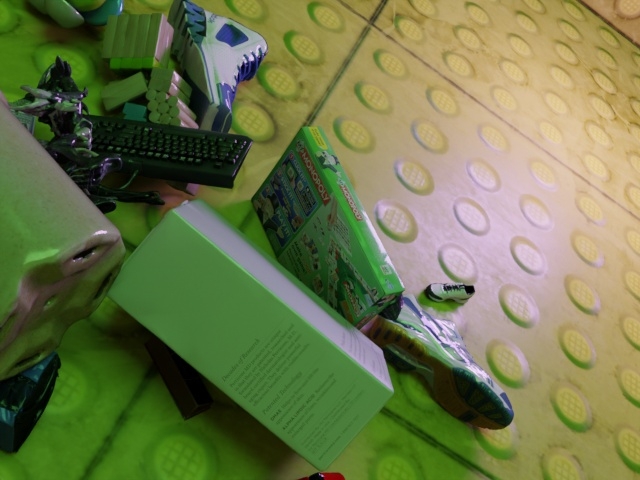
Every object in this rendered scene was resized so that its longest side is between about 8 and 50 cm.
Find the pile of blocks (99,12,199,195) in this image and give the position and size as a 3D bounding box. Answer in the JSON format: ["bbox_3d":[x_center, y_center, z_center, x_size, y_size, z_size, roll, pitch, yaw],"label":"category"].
[{"bbox_3d":[-0.287,-0.230,1.303,0.112,0.149,0.362,42,28,-73],"label":"pile of blocks"}]

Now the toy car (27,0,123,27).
[{"bbox_3d":[-0.429,-0.451,1.335,0.182,0.159,0.136,34,-8,34],"label":"toy car"}]

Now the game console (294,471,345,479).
[{"bbox_3d":[-0.005,0.415,1.051,0.124,0.085,0.144,30,36,-58],"label":"game console"}]

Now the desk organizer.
[{"bbox_3d":[-0.200,0.187,1.065,0.047,0.050,0.130,-19,70,-41],"label":"desk organizer"}]

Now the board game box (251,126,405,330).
[{"bbox_3d":[0.000,0.000,1.226,0.046,0.213,0.317,-8,63,-38],"label":"board game box"}]

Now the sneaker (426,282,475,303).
[{"bbox_3d":[0.257,0.097,1.446,0.109,0.044,0.040,5,57,-29],"label":"sneaker"}]

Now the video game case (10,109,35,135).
[{"bbox_3d":[-0.544,-0.143,1.102,0.201,0.023,0.183,13,52,-26],"label":"video game case"}]

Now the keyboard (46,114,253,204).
[{"bbox_3d":[-0.282,-0.126,1.153,0.317,0.033,0.201,8,48,11],"label":"keyboard"}]

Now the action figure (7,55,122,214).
[{"bbox_3d":[-0.387,-0.154,1.051,0.141,0.164,0.275,-10,50,-35],"label":"action figure"}]

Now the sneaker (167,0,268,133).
[{"bbox_3d":[-0.180,-0.341,1.423,0.182,0.127,0.315,3,55,-30],"label":"sneaker"}]

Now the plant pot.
[{"bbox_3d":[-0.409,-0.017,0.848,0.305,0.333,0.334,38,44,8],"label":"plant pot"}]

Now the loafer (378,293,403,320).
[{"bbox_3d":[0.101,0.080,1.284,0.223,0.076,0.078,-101,170,-78],"label":"loafer"}]

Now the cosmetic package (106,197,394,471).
[{"bbox_3d":[-0.092,0.119,1.046,0.385,0.156,0.217,39,6,-2],"label":"cosmetic package"}]

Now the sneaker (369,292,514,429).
[{"bbox_3d":[0.233,0.206,1.300,0.296,0.112,0.131,41,44,-2],"label":"sneaker"}]

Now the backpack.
[{"bbox_3d":[-0.386,0.180,0.913,0.101,0.098,0.120,29,47,-6],"label":"backpack"}]
